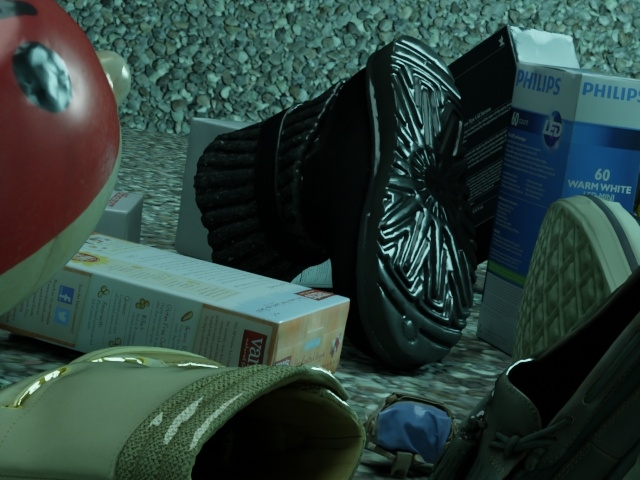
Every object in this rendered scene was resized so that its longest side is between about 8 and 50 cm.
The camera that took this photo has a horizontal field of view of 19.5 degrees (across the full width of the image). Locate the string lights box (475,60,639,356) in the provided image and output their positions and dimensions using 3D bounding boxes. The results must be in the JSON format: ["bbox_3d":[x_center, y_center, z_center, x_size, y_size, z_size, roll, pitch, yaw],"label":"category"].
[{"bbox_3d":[0.215,-0.024,1.666,0.077,0.259,0.133,6,9,-19],"label":"string lights box"}]

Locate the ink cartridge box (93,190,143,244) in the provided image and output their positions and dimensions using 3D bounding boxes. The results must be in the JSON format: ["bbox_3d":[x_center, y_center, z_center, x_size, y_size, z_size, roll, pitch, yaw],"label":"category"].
[{"bbox_3d":[-0.266,-0.010,1.721,0.191,0.082,0.139,6,8,-1],"label":"ink cartridge box"}]

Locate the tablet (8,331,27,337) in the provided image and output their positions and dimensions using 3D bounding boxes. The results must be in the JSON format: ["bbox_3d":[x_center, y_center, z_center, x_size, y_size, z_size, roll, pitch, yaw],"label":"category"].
[{"bbox_3d":[-0.199,0.073,1.450,0.083,0.006,0.054,9,7,-4],"label":"tablet"}]

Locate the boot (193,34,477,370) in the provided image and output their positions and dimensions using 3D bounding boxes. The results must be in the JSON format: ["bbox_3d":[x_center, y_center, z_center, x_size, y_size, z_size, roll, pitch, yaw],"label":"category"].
[{"bbox_3d":[0.003,0.001,1.659,0.260,0.348,0.131,-27,-50,32],"label":"boot"}]

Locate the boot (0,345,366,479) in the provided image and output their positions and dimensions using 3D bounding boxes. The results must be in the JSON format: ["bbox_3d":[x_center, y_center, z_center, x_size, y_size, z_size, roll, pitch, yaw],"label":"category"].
[{"bbox_3d":[-0.059,0.097,0.890,0.203,0.095,0.262,-5,-3,33],"label":"boot"}]

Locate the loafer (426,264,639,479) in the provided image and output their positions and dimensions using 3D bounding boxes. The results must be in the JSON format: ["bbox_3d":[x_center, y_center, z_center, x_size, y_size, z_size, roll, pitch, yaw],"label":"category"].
[{"bbox_3d":[0.125,0.069,0.912,0.084,0.267,0.096,44,14,-23],"label":"loafer"}]

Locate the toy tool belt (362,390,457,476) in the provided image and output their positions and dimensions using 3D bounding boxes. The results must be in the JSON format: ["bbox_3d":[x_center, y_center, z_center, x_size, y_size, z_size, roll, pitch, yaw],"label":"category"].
[{"bbox_3d":[0.049,0.123,1.182,0.083,0.052,0.051,5,0,-21],"label":"toy tool belt"}]

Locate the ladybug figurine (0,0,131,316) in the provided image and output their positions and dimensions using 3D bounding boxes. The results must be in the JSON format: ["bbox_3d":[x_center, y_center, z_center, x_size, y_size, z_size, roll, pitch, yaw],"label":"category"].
[{"bbox_3d":[-0.321,-0.066,1.164,0.449,0.162,0.305,-22,62,-29],"label":"ladybug figurine"}]

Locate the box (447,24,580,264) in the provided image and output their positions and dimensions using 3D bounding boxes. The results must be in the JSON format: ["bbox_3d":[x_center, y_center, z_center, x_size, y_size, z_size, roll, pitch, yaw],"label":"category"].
[{"bbox_3d":[0.168,-0.088,1.984,0.103,0.184,0.261,2,-22,-37],"label":"box"}]

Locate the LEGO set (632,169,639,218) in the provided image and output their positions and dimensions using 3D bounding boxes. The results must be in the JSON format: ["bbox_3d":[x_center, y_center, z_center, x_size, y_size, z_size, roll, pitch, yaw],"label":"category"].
[{"bbox_3d":[0.413,0.051,1.874,0.331,0.192,0.255,2,39,-21],"label":"LEGO set"}]

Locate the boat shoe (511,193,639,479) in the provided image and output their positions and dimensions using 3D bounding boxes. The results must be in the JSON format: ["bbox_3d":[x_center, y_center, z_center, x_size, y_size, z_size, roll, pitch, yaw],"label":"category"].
[{"bbox_3d":[0.226,0.103,1.060,0.156,0.186,0.500,8,14,-15],"label":"boat shoe"}]

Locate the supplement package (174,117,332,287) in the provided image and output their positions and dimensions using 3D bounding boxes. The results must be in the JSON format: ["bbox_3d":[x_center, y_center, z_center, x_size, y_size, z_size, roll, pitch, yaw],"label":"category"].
[{"bbox_3d":[-0.009,-0.039,1.952,0.203,0.149,0.194,2,10,-40],"label":"supplement package"}]

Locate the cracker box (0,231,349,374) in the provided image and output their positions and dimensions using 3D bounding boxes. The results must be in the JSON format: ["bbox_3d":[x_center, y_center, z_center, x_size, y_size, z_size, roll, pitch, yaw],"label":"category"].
[{"bbox_3d":[-0.113,0.055,1.419,0.232,0.067,0.156,14,9,19],"label":"cracker box"}]
